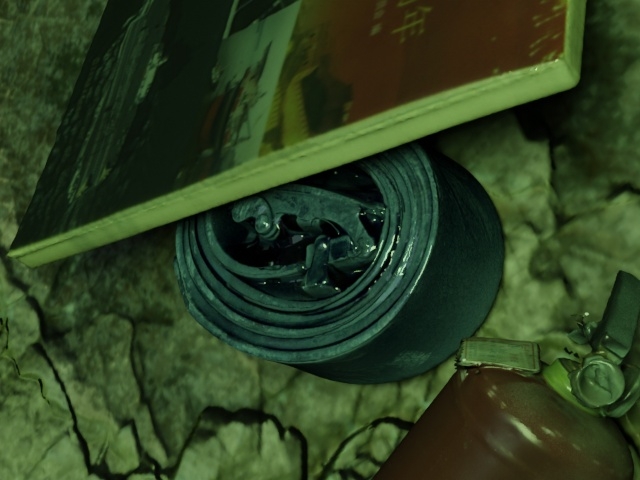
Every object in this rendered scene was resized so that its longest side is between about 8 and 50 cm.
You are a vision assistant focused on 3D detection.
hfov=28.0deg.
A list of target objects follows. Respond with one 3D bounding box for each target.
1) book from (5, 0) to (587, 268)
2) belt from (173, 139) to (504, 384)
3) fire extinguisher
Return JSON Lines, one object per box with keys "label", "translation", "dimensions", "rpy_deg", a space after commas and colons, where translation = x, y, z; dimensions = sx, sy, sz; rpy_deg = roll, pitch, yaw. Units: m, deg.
{"label": "book", "translation": [-0.013, -0.134, 0.724], "dimensions": [0.374, 0.028, 0.263], "rpy_deg": [-17, 45, 36]}
{"label": "belt", "translation": [0.000, 0.000, 0.691], "dimensions": [0.190, 0.082, 0.141], "rpy_deg": [15, 82, 42]}
{"label": "fire extinguisher", "translation": [0.064, 0.131, 0.598], "dimensions": [0.269, 0.104, 0.105], "rpy_deg": [-55, 50, 15]}
